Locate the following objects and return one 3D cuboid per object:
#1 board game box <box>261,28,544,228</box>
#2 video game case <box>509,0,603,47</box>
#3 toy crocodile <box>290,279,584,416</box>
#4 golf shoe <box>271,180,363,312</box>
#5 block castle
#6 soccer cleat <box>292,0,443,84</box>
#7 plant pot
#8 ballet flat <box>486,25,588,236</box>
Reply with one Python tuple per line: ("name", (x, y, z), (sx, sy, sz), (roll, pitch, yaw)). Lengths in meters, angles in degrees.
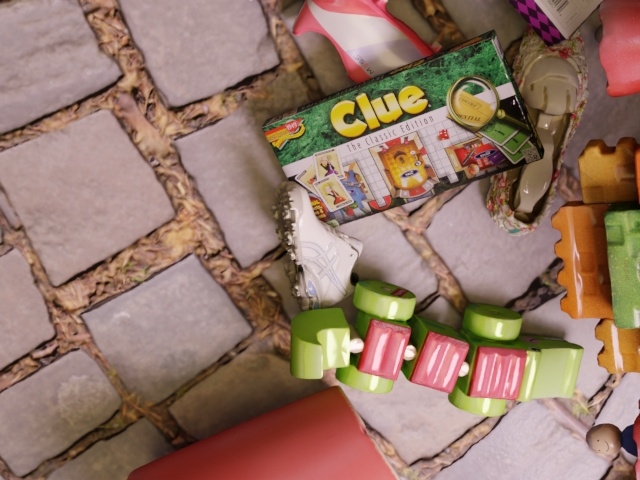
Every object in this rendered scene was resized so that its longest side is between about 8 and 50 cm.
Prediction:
("board game box", (0.080, -0.104, 1.017), (0.259, 0.030, 0.136), (-19, 109, 25))
("video game case", (0.221, -0.343, 0.979), (0.232, 0.042, 0.210), (46, 73, -10))
("toy crocodile", (0.128, 0.123, 1.075), (0.340, 0.105, 0.115), (12, 101, -14))
("golf shoe", (0.000, 0.000, 1.059), (0.086, 0.069, 0.176), (-19, 135, -8))
("block castle", (0.357, -0.013, 0.956), (0.212, 0.303, 0.453), (-2, 104, 27))
("soccer cleat", (0.083, -0.174, 1.036), (0.248, 0.083, 0.095), (42, 107, -8))
("plant pot", (-0.030, 0.297, 1.052), (0.243, 0.275, 0.275), (-33, 101, -3))
("ballet flat", (0.235, -0.117, 1.051), (0.091, 0.077, 0.241), (8, 101, -2))
